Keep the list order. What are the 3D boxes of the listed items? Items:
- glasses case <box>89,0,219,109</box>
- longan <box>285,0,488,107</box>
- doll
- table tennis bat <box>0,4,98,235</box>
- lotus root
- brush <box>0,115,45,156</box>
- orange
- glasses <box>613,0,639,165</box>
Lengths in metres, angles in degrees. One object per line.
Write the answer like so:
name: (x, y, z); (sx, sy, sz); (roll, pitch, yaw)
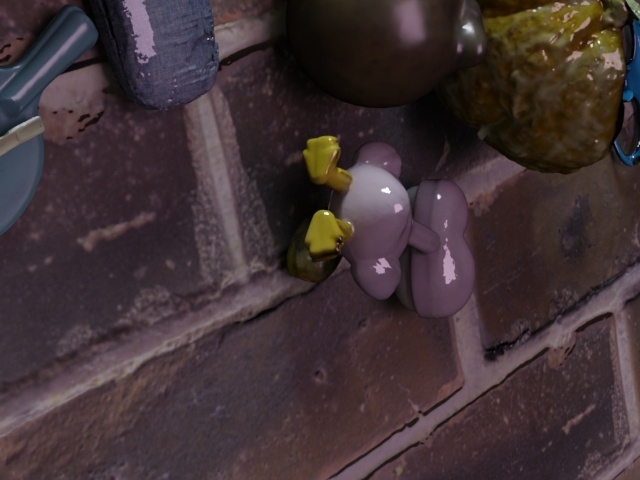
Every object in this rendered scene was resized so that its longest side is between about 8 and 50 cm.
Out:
glasses case: (-0.158, -0.252, 1.000); (0.109, 0.067, 0.282); (-31, 112, -45)
longan: (0.069, -0.220, 1.147); (0.159, 0.204, 0.185); (-9, 118, -87)
doll: (0.088, -0.009, 1.209); (0.365, 0.094, 0.160); (24, 62, -65)
table tennis bat: (-0.263, -0.098, 0.925); (0.244, 0.040, 0.153); (-54, 130, -24)
lotus root: (0.000, 0.000, 1.190); (0.099, 0.054, 0.049); (-63, 146, -28)
brush: (-0.252, -0.076, 0.912); (0.083, 0.013, 0.016); (-38, 131, -39)
orange: (0.210, -0.252, 1.265); (0.210, 0.271, 0.369); (-7, 101, -2)
glasses: (0.450, -0.214, 1.573); (0.102, 0.207, 0.239); (-11, 101, -8)
